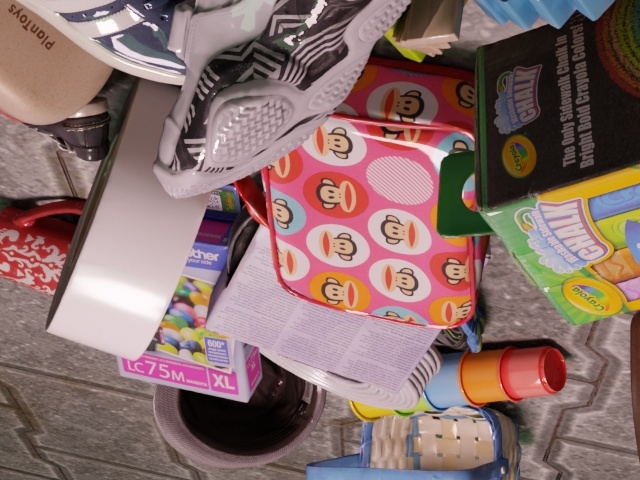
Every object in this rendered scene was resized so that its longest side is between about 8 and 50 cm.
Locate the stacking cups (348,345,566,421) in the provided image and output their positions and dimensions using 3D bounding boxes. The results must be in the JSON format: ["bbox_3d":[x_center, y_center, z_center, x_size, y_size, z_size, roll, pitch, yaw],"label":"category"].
[{"bbox_3d":[0.179,0.186,1.963,0.316,0.096,0.096,-13,144,42],"label":"stacking cups"}]

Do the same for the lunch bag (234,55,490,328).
[{"bbox_3d":[0.041,-0.047,1.437,0.258,0.120,0.293,9,138,9],"label":"lunch bag"}]

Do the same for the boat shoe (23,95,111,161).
[{"bbox_3d":[-0.270,-0.116,1.519,0.075,0.065,0.206,-15,-168,-25],"label":"boat shoe"}]

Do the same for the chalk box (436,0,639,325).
[{"bbox_3d":[0.231,-0.062,1.146,0.289,0.180,0.179,-17,138,27],"label":"chalk box"}]

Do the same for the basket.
[{"bbox_3d":[0.148,0.324,2.095,0.254,0.201,0.289,-1,-178,29],"label":"basket"}]

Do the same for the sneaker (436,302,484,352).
[{"bbox_3d":[0.158,0.093,1.798,0.078,0.067,0.188,2,156,13],"label":"sneaker"}]

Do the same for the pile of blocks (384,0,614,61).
[{"bbox_3d":[0.145,-0.195,1.103,0.362,0.149,0.112,-1,158,33],"label":"pile of blocks"}]

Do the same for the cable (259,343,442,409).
[{"bbox_3d":[0.028,0.134,1.886,0.257,0.089,0.257,18,160,21],"label":"cable"}]

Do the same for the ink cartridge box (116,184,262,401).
[{"bbox_3d":[-0.177,0.058,1.785,0.186,0.065,0.311,10,129,16],"label":"ink cartridge box"}]

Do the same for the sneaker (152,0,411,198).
[{"bbox_3d":[-0.052,-0.207,1.055,0.210,0.137,0.366,52,129,16],"label":"sneaker"}]

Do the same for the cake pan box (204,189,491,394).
[{"bbox_3d":[0.023,0.042,1.650,0.267,0.070,0.246,19,126,-11],"label":"cake pan box"}]

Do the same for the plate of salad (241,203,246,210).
[{"bbox_3d":[0.000,0.000,1.714,0.200,0.048,0.200,13,156,6],"label":"plate of salad"}]

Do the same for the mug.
[{"bbox_3d":[-0.336,0.006,1.884,0.169,0.150,0.113,18,-168,4],"label":"mug"}]

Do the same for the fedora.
[{"bbox_3d":[-0.126,0.192,2.042,0.275,0.244,0.124,19,-174,-30],"label":"fedora"}]

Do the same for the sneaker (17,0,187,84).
[{"bbox_3d":[-0.183,-0.244,1.199,0.350,0.131,0.148,23,158,-17],"label":"sneaker"}]

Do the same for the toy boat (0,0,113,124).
[{"bbox_3d":[-0.300,-0.214,1.358,0.151,0.151,0.231,34,173,44],"label":"toy boat"}]

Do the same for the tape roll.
[{"bbox_3d":[-0.189,-0.022,1.489,0.100,0.286,0.286,20,155,-12],"label":"tape roll"}]

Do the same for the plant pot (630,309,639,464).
[{"bbox_3d":[0.455,0.216,1.699,0.215,0.230,0.215,13,155,6],"label":"plant pot"}]
